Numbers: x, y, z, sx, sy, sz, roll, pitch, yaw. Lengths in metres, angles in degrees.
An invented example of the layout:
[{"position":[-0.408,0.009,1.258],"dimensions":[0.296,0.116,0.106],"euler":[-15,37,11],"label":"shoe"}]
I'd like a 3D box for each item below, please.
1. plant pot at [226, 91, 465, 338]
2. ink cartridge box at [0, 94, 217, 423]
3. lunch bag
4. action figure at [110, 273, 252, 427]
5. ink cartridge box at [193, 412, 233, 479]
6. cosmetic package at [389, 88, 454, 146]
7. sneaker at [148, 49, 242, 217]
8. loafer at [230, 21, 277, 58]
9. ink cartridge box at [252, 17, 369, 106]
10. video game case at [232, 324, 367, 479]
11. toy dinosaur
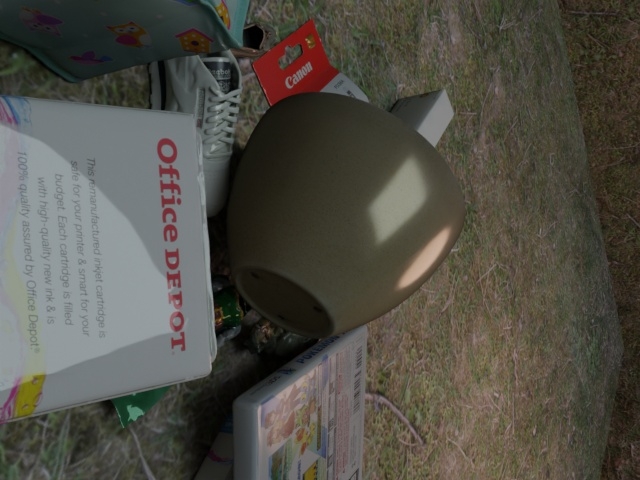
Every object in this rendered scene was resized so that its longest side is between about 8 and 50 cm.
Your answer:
[{"position":[0.000,0.000,0.736],"dimensions":[0.191,0.284,0.284],"euler":[-58,132,-30],"label":"plant pot"},{"position":[-0.245,0.014,0.465],"dimensions":[0.306,0.131,0.226],"euler":[-2,89,-44],"label":"ink cartridge box"},{"position":[-0.169,-0.297,0.551],"dimensions":[0.160,0.223,0.262],"euler":[28,65,-59],"label":"lunch bag"},{"position":[-0.145,0.093,0.707],"dimensions":[0.232,0.063,0.137],"euler":[-24,104,-56],"label":"action figure"},{"position":[-0.100,0.286,0.760],"dimensions":[0.088,0.052,0.122],"euler":[59,42,-34],"label":"ink cartridge box"},{"position":[0.146,-0.177,1.095],"dimensions":[0.239,0.098,0.060],"euler":[-56,131,-41],"label":"cosmetic package"},{"position":[-0.132,-0.141,0.707],"dimensions":[0.090,0.094,0.235],"euler":[-22,108,-55],"label":"sneaker"},{"position":[-0.090,-0.261,0.817],"dimensions":[0.125,0.039,0.045],"euler":[-33,113,-50],"label":"loafer"},{"position":[0.007,-0.199,0.942],"dimensions":[0.181,0.056,0.225],"euler":[-53,130,-42],"label":"ink cartridge box"},{"position":[-0.017,0.303,0.817],"dimensions":[0.300,0.036,0.329],"euler":[-21,115,-61],"label":"video game case"},{"position":[-0.024,0.123,0.877],"dimensions":[0.268,0.064,0.118],"euler":[36,65,-52],"label":"toy dinosaur"}]
